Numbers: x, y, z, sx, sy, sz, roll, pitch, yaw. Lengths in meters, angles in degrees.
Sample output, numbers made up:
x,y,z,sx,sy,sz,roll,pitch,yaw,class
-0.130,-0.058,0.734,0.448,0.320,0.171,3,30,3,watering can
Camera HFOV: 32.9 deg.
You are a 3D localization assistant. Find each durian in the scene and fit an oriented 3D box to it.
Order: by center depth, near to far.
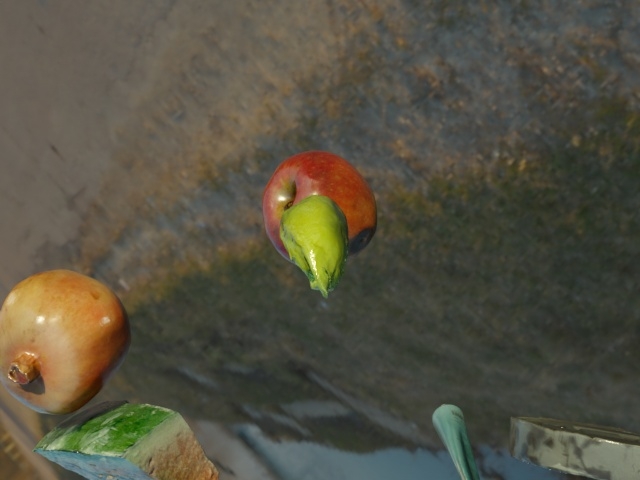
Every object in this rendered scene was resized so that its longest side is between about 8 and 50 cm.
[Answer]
x,y,z,sx,sy,sz,roll,pitch,yaw,class
0.000,0.000,1.724,0.139,0.101,0.250,55,-170,-9,durian

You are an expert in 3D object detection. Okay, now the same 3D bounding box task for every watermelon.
x,y,z,sx,sy,sz,roll,pitch,yaw,class
-0.337,0.381,1.973,0.264,0.151,0.302,-5,142,41,watermelon

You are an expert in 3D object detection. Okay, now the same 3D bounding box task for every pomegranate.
x,y,z,sx,sy,sz,roll,pitch,yaw,class
-0.464,0.182,1.897,0.229,0.270,0.252,32,119,-1,pomegranate

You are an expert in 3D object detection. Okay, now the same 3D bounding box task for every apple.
x,y,z,sx,sy,sz,roll,pitch,yaw,class
0.005,-0.060,2.091,0.230,0.230,0.230,40,159,18,apple

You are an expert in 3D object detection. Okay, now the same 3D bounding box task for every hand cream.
x,y,z,sx,sy,sz,roll,pitch,yaw,class
0.206,0.315,1.575,0.083,0.048,0.224,55,-170,-29,hand cream

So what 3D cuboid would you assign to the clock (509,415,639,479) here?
x,y,z,sx,sy,sz,roll,pitch,yaw,class
0.462,0.337,1.735,0.325,0.067,0.325,9,176,1,clock
